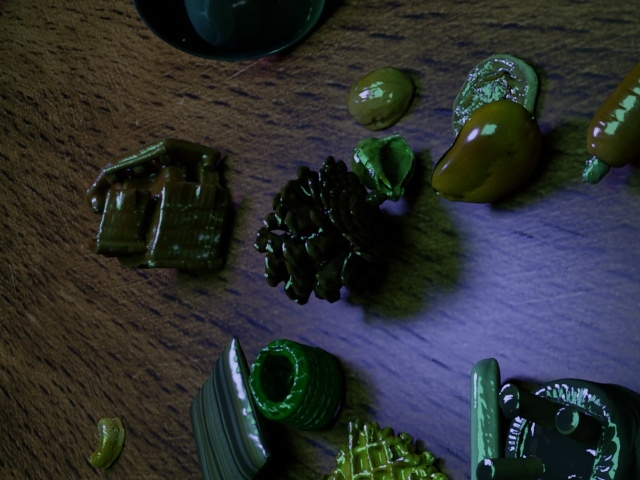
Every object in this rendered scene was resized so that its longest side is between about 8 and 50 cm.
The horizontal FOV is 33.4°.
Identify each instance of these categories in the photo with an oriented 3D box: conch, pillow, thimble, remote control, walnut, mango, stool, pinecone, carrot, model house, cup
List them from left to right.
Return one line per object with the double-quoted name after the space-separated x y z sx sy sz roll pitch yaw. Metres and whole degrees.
-0.277 -0.040 1.814 0.220 0.199 0.229 -60 32 33 "model house"
-0.136 0.281 1.570 0.212 0.052 0.208 -58 39 43 "pillow"
-0.107 -0.529 1.786 0.310 0.400 0.392 102 167 -54 "cup"
-0.035 0.199 1.480 0.130 0.090 0.118 2 73 50 "thimble"
0.002 0.001 1.460 0.212 0.168 0.186 122 155 -42 "pinecone"
0.078 -0.211 1.555 0.121 0.052 0.091 -18 63 49 "walnut"
0.090 -0.104 1.472 0.089 0.074 0.121 -50 40 19 "conch"
0.185 0.284 1.174 0.038 0.090 0.310 -2 67 11 "remote control"
0.209 -0.105 1.313 0.159 0.105 0.084 -46 11 49 "mango"
0.266 0.202 1.064 0.228 0.139 0.153 -42 47 36 "stool"
0.384 -0.203 1.165 0.336 0.069 0.069 -58 39 11 "carrot"

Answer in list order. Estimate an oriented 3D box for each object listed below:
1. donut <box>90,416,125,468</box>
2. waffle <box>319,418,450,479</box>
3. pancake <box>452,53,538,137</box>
-0.380 0.358 1.879 0.083 0.038 0.067 -52 44 20 "donut"
0.068 0.350 1.318 0.231 0.051 0.229 28 94 52 "waffle"
0.224 -0.175 1.381 0.139 0.022 0.140 -24 57 43 "pancake"
